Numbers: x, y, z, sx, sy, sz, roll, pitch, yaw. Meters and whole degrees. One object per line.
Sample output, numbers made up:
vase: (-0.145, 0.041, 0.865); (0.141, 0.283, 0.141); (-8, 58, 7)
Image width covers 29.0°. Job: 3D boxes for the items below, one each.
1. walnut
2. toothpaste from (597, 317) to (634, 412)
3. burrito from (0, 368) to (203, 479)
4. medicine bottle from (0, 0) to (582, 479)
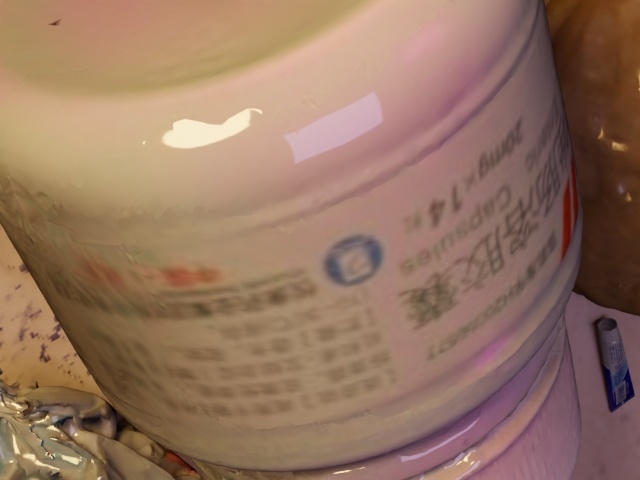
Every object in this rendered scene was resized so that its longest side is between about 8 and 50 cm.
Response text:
walnut: (0.224, -0.039, 0.780); (0.238, 0.141, 0.204); (22, 103, -35)
toothpaste: (0.214, 0.092, 0.900); (0.024, 0.015, 0.083); (-33, 127, -15)
burrito: (-0.097, 0.234, 0.732); (0.139, 0.101, 0.445); (-24, 119, -14)
medicine bottle: (0.000, 0.000, 0.599); (0.256, 0.256, 0.325); (-32, 129, -14)
